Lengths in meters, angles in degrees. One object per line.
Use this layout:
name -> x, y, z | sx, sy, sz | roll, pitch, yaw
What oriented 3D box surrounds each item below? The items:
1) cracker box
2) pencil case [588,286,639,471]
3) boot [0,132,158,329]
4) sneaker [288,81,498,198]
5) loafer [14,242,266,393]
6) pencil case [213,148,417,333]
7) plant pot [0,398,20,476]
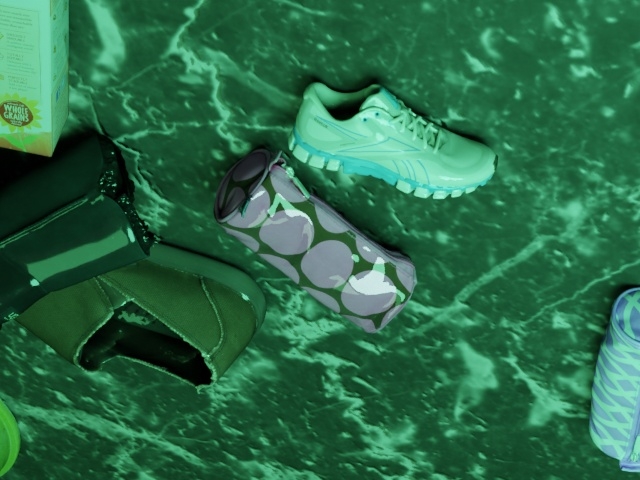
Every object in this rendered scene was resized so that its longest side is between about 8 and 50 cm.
cracker box -> -0.307, -0.190, 1.449 | 0.155, 0.067, 0.232 | 12, 138, 2
pencil case -> 0.315, 0.138, 1.611 | 0.086, 0.088, 0.206 | 5, 136, 8
boot -> -0.291, -0.051, 1.565 | 0.207, 0.246, 0.094 | -29, 168, 2
sneaker -> 0.067, -0.096, 1.449 | 0.190, 0.071, 0.083 | 11, 132, 3
loafer -> -0.241, 0.056, 1.643 | 0.366, 0.130, 0.134 | 13, 137, 2
pencil case -> 0.000, 0.000, 1.554 | 0.209, 0.095, 0.098 | 36, 118, -24
plant pot -> -0.519, 0.301, 1.887 | 0.276, 0.254, 0.276 | 8, 138, 7
